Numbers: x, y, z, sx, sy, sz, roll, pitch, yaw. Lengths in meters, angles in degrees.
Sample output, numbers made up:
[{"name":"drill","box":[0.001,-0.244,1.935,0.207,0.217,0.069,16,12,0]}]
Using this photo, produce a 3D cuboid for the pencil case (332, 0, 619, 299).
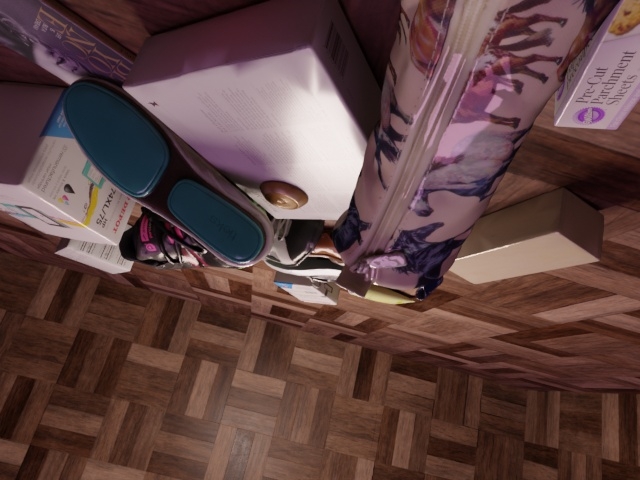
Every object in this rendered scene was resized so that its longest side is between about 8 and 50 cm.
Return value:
[{"name":"pencil case","box":[0.116,-0.106,0.400,0.159,0.184,0.411,23,144,9]}]

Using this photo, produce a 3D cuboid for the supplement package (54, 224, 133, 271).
[{"name":"supplement package","box":[-0.748,0.006,1.439,0.203,0.150,0.194,29,155,-36]}]

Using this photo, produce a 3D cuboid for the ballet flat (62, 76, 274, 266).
[{"name":"ballet flat","box":[-0.241,-0.106,0.713,0.400,0.139,0.139,40,156,-4]}]

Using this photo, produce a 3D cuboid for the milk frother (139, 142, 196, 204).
[{"name":"milk frother","box":[-0.332,-0.156,0.836,0.134,0.129,0.143,-16,101,54]}]

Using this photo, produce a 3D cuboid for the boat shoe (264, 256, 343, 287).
[{"name":"boat shoe","box":[-0.006,0.063,1.152,0.305,0.113,0.105,1,144,7]}]

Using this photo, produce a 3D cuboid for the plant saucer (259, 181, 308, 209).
[{"name":"plant saucer","box":[-0.062,-0.070,0.701,0.083,0.015,0.083,13,161,5]}]

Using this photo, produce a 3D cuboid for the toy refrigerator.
[{"name":"toy refrigerator","box":[0.353,0.001,0.777,0.102,0.094,0.269,28,156,-16]}]

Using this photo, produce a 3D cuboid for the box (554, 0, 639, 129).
[{"name":"box","box":[0.263,-0.208,0.316,0.067,0.063,0.324,9,159,13]}]

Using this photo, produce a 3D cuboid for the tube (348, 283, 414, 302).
[{"name":"tube","box":[0.200,0.179,1.405,0.240,0.062,0.070,21,-160,-32]}]

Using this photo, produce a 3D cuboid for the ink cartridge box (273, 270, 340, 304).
[{"name":"ink cartridge box","box":[-0.039,0.143,1.420,0.148,0.086,0.203,3,158,27]}]

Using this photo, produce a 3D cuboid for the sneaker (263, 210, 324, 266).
[{"name":"sneaker","box":[-0.124,-0.020,0.987,0.146,0.123,0.330,32,158,-29]}]

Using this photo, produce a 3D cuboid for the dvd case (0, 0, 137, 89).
[{"name":"dvd case","box":[-0.363,-0.274,0.628,0.221,0.018,0.164,30,155,-37]}]

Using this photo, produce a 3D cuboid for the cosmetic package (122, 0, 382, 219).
[{"name":"cosmetic package","box":[-0.039,-0.150,0.626,0.284,0.098,0.377,1,156,29]}]

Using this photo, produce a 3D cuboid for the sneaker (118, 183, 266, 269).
[{"name":"sneaker","box":[-0.292,-0.006,0.935,0.482,0.186,0.202,-16,176,42]}]

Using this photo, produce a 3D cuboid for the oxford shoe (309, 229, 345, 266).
[{"name":"oxford shoe","box":[0.000,0.000,1.072,0.212,0.076,0.076,13,130,12]}]

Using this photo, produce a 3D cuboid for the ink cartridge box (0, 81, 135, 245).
[{"name":"ink cartridge box","box":[-0.522,-0.138,0.834,0.196,0.199,0.270,9,160,12]}]
